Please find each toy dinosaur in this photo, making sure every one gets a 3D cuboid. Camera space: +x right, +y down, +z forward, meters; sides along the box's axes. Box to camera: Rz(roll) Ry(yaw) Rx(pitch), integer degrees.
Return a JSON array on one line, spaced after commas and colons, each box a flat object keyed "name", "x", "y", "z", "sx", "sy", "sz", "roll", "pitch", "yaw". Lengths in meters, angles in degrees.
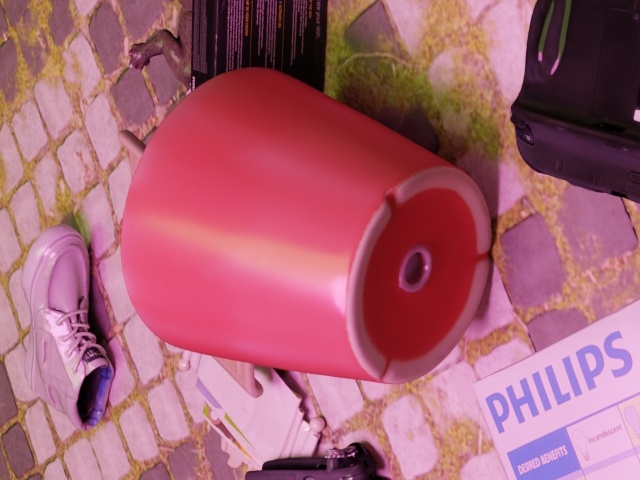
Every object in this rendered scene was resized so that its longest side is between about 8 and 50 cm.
[{"name": "toy dinosaur", "x": -0.111, "y": -0.232, "z": 1.683, "sx": 0.160, "sy": 0.121, "sz": 0.313, "roll": 19, "pitch": 110, "yaw": 36}]

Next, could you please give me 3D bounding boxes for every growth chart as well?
[{"name": "growth chart", "x": -0.081, "y": 0.173, "z": 1.791, "sx": 0.237, "sy": 0.021, "sz": 0.172, "roll": 52, "pitch": 136, "yaw": 25}]

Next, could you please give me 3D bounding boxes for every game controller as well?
[{"name": "game controller", "x": 0.270, "y": -0.104, "z": 1.247, "sx": 0.319, "sy": 0.067, "sz": 0.166, "roll": 22, "pitch": 102, "yaw": 48}]

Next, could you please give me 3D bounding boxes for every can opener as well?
[{"name": "can opener", "x": -0.011, "y": 0.241, "z": 1.682, "sx": 0.186, "sy": 0.059, "sz": 0.073, "roll": -6, "pitch": 95, "yaw": 43}]

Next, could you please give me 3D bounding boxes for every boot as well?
[{"name": "boot", "x": -0.298, "y": 0.111, "z": 2.030, "sx": 0.123, "sy": 0.095, "sz": 0.258, "roll": 37, "pitch": 135, "yaw": 34}]

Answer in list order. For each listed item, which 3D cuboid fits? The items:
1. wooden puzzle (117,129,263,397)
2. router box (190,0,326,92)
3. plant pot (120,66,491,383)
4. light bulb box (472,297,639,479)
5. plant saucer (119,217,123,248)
[{"name": "wooden puzzle", "x": -0.127, "y": 0.021, "z": 1.712, "sx": 0.221, "sy": 0.044, "sz": 0.238, "roll": 41, "pitch": 148, "yaw": 42}, {"name": "router box", "x": -0.057, "y": -0.220, "z": 1.571, "sx": 0.046, "sy": 0.133, "sz": 0.179, "roll": 24, "pitch": 117, "yaw": 47}, {"name": "plant pot", "x": 0.000, "y": 0.000, "z": 1.471, "sx": 0.243, "sy": 0.275, "sz": 0.275, "roll": 19, "pitch": 114, "yaw": 40}, {"name": "light bulb box", "x": 0.338, "y": 0.187, "z": 1.083, "sx": 0.358, "sy": 0.225, "sz": 0.361, "roll": -36, "pitch": 70, "yaw": 51}, {"name": "plant saucer", "x": -0.217, "y": 0.013, "z": 1.931, "sx": 0.083, "sy": 0.013, "sz": 0.083, "roll": 169, "pitch": 90, "yaw": -71}]
